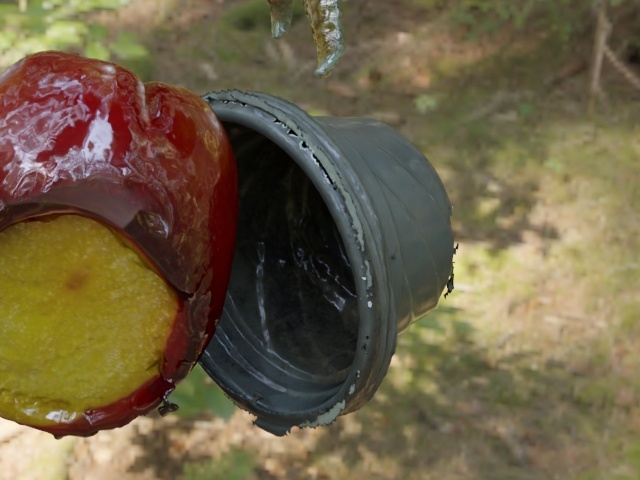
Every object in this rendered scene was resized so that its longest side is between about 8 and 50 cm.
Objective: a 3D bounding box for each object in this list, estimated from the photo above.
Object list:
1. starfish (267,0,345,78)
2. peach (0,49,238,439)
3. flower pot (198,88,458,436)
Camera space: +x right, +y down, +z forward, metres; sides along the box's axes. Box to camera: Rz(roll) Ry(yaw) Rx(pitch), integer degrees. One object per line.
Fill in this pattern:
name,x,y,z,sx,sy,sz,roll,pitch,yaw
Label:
starfish,-0.014,-0.158,0.597,0.050,0.223,0.217,-10,59,-10
peach,-0.142,0.009,0.848,0.196,0.226,0.190,12,-3,38
flower pot,0.000,0.000,0.977,0.140,0.236,0.235,-19,32,-36
